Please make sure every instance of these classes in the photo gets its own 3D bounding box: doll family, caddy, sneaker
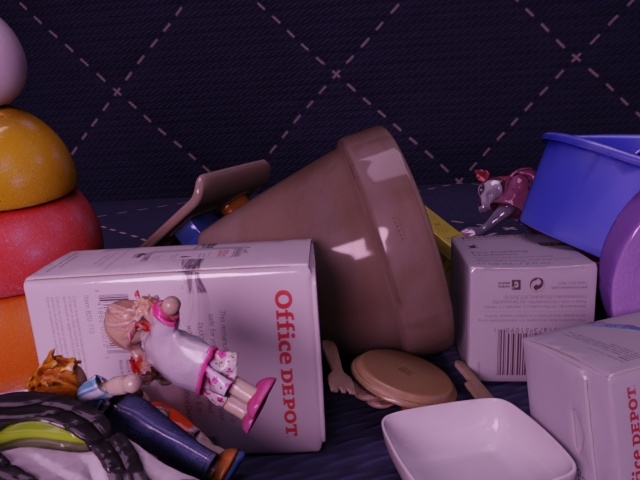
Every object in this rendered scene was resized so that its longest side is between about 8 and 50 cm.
[{"bbox_3d":[-0.147,0.152,0.461,0.163,0.263,0.118,28,50,6],"label":"doll family"},{"bbox_3d":[0.444,-0.049,0.774,0.341,0.179,0.241,30,13,34],"label":"caddy"},{"bbox_3d":[-0.109,0.212,0.360,0.300,0.121,0.111,27,27,17],"label":"sneaker"}]

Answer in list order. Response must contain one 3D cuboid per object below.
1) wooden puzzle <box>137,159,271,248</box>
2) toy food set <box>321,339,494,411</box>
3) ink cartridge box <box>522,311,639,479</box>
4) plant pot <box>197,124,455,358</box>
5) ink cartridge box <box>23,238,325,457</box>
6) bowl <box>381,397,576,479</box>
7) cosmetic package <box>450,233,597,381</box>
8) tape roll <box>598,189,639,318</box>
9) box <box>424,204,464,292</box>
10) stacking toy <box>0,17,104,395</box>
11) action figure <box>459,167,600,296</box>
[{"bbox_3d":[-0.254,-0.007,1.175,0.348,0.080,0.322,-43,-3,22],"label":"wooden puzzle"},{"bbox_3d":[0.092,0.166,0.652,0.192,0.038,0.132,11,14,-10],"label":"toy food set"},{"bbox_3d":[0.293,0.142,0.514,0.176,0.128,0.127,-9,7,-12],"label":"ink cartridge box"},{"bbox_3d":[-0.004,0.037,0.796,0.280,0.323,0.323,-18,13,-1],"label":"plant pot"},{"bbox_3d":[-0.139,0.115,0.625,0.283,0.207,0.117,-3,14,1],"label":"ink cartridge box"},{"bbox_3d":[0.135,0.200,0.514,0.142,0.053,0.142,-6,12,-11],"label":"bowl"},{"bbox_3d":[0.260,0.083,0.778,0.151,0.151,0.184,-1,12,5],"label":"cosmetic package"},{"bbox_3d":[0.445,0.047,0.600,0.275,0.275,0.090,0,13,16],"label":"tape roll"},{"bbox_3d":[0.209,0.028,0.972,0.058,0.087,0.232,-15,47,-39],"label":"box"},{"bbox_3d":[-0.423,-0.053,0.757,0.350,0.480,0.350,6,24,-3],"label":"stacking toy"},{"bbox_3d":[0.426,-0.052,1.031,0.248,0.276,0.370,9,27,-51],"label":"action figure"}]
